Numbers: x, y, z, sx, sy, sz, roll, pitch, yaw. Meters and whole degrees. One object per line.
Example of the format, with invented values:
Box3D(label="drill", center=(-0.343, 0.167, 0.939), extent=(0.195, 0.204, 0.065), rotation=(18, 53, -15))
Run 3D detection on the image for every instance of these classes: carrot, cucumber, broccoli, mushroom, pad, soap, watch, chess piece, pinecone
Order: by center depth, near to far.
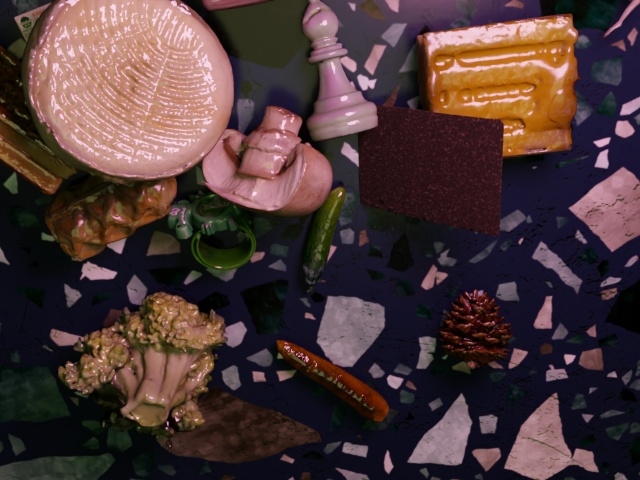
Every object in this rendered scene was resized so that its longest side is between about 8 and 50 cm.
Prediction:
Box3D(label="chess piece", center=(0.016, -0.331, 1.324), extent=(0.139, 0.139, 0.271), rotation=(-14, 101, 3))
Box3D(label="pad", center=(0.200, -0.141, 1.335), extent=(0.004, 0.330, 0.220), rotation=(-25, 121, -42))
Box3D(label="soap", center=(0.334, -0.286, 1.335), extent=(0.281, 0.143, 0.259), rotation=(-6, 109, 0))
Box3D(label="mushroom", center=(-0.083, -0.141, 1.351), extent=(0.254, 0.189, 0.195), rotation=(16, 86, 26))
Box3D(label="watch", center=(-0.220, -0.016, 1.442), extent=(0.165, 0.131, 0.152), rotation=(-15, 129, -1))
Box3D(label="broccoli", center=(-0.335, 0.286, 1.453), extent=(0.348, 0.281, 0.293), rotation=(-30, 109, 9))
Box3D(label="cucumber", center=(0.000, 0.000, 1.478), extent=(0.056, 0.056, 0.250), rotation=(14, 107, -8))
Box3D(label="pinecone", center=(0.336, 0.193, 1.522), extent=(0.174, 0.173, 0.173), rotation=(-1, 111, -2))
Box3D(label="carrot", center=(0.024, 0.315, 1.603), extent=(0.314, 0.066, 0.066), rotation=(35, 106, -11))

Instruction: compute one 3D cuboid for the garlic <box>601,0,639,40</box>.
Box3D(label="garlic", center=(0.488, -0.547, 1.197), extent=(0.340, 0.231, 0.246), rotation=(40, 102, -10))

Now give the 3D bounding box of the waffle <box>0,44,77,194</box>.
Box3D(label="waffle", center=(-0.561, -0.237, 1.277), extent=(0.308, 0.213, 0.091), rotation=(40, 113, -18))

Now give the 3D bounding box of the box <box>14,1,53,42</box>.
Box3D(label="box", center=(-0.491, -0.398, 1.308), extent=(0.125, 0.043, 0.089), rotation=(-18, 111, 5))

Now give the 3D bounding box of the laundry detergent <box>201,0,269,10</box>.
Box3D(label="laundry detergent", center=(-0.115, -0.519, 1.260), extent=(0.237, 0.076, 0.171), rotation=(-13, 111, 2))

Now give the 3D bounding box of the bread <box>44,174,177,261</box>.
Box3D(label="bread", center=(-0.411, -0.073, 1.387), extent=(0.268, 0.130, 0.152), rotation=(-27, 78, 7))

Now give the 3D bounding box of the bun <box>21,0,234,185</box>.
Box3D(label="bun", center=(-0.349, -0.276, 1.257), extent=(0.364, 0.202, 0.364), rotation=(-2, 94, -29))
